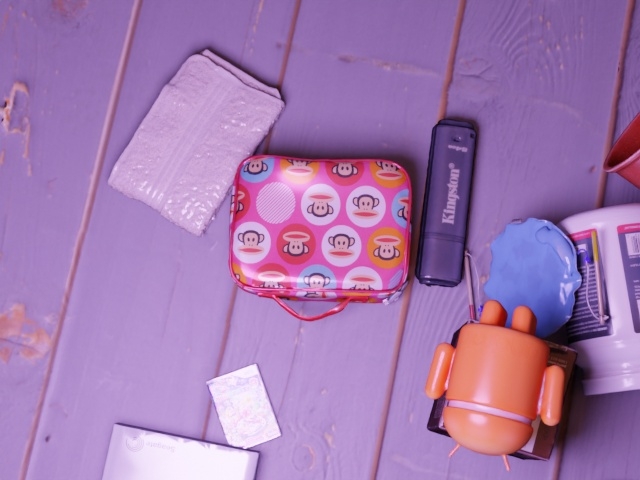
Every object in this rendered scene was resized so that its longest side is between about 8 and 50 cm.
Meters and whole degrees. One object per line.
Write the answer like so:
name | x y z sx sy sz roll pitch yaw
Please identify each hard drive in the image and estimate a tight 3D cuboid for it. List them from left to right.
hard drive | -0.241 0.478 1.650 0.232 0.047 0.353 11 82 3

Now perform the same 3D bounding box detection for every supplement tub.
supplement tub | 0.466 0.092 1.646 0.191 0.191 0.272 -6 80 -1

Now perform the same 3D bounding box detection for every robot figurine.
robot figurine | 0.236 0.194 1.458 0.158 0.128 0.220 17 79 -17

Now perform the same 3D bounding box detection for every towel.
towel | -0.200 -0.164 1.770 0.187 0.049 0.282 30 82 6

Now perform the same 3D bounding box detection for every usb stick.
usb stick | 0.205 -0.060 1.749 0.077 0.045 0.278 7 80 3

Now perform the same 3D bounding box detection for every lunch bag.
lunch bag | 0.000 0.000 1.702 0.293 0.120 0.258 4 80 1

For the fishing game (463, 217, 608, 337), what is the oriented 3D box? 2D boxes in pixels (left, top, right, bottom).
fishing game | 0.327 0.056 1.653 0.041 0.264 0.189 0 80 -40

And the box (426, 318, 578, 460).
box | 0.268 0.228 1.617 0.168 0.203 0.167 16 80 3

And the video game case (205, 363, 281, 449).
video game case | -0.122 0.268 1.710 0.087 0.011 0.122 -20 80 -3

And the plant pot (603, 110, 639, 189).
plant pot | 0.632 -0.126 1.662 0.265 0.272 0.272 40 82 -1
